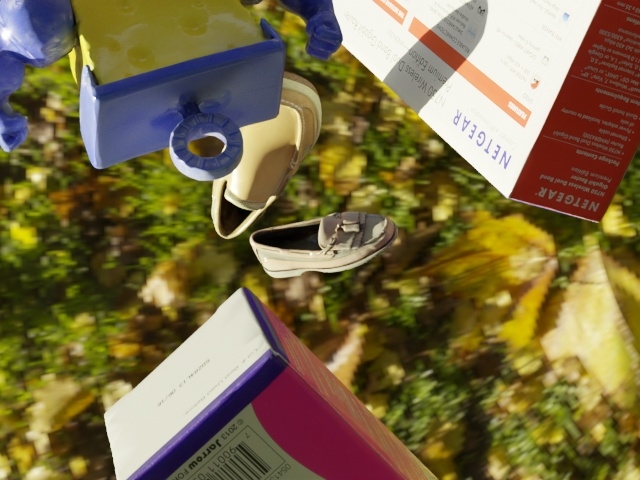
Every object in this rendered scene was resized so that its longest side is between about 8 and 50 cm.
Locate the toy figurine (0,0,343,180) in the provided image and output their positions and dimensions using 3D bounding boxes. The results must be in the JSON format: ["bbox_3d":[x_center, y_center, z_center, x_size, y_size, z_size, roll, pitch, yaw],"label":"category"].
[{"bbox_3d":[-0.114,-0.126,0.897,0.362,0.191,0.217,-17,69,-19],"label":"toy figurine"}]

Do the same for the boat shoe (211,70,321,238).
[{"bbox_3d":[-0.044,-0.055,1.284,0.068,0.190,0.072,18,64,-2],"label":"boat shoe"}]

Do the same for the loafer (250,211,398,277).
[{"bbox_3d":[0.000,0.000,1.394,0.125,0.039,0.045,-14,44,31],"label":"loafer"}]

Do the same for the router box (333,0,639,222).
[{"bbox_3d":[0.150,-0.221,1.242,0.301,0.082,0.335,-66,31,18],"label":"router box"}]

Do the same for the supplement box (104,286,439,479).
[{"bbox_3d":[-0.002,0.149,0.972,0.111,0.114,0.220,-42,110,3],"label":"supplement box"}]
